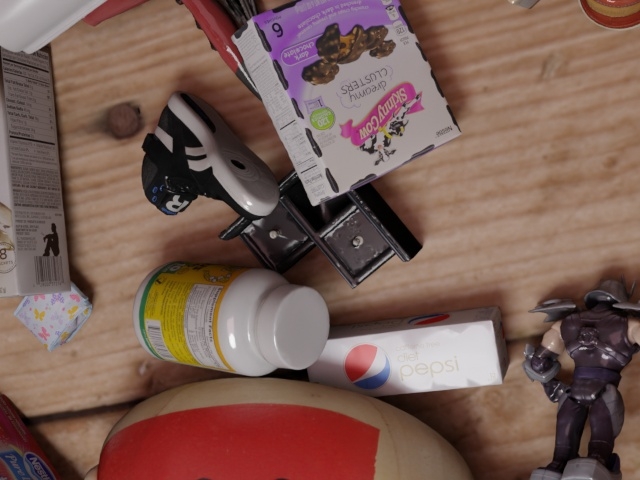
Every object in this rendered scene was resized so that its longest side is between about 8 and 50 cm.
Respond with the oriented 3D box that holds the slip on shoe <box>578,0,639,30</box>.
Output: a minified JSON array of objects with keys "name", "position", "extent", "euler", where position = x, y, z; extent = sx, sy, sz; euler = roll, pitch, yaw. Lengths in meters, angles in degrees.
[{"name":"slip on shoe","position":[0.315,-0.367,1.013],"extent":[0.123,0.101,0.331],"euler":[14,102,15]}]

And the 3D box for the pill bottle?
[{"name":"pill bottle","position":[-0.097,0.085,1.164],"extent":[0.208,0.117,0.118],"euler":[3,102,41]}]

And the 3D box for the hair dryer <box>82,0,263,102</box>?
[{"name":"hair dryer","position":[-0.136,-0.264,1.169],"extent":[0.293,0.080,0.224],"euler":[7,102,15]}]

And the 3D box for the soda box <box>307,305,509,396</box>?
[{"name":"soda box","position":[0.094,0.127,1.181],"extent":[0.216,0.069,0.074],"euler":[-8,97,18]}]

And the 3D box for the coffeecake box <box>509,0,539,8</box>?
[{"name":"coffeecake box","position":[0.169,-0.297,1.021],"extent":[0.068,0.185,0.142],"euler":[-43,87,18]}]

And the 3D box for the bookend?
[{"name":"bookend","position":[0.000,0.000,1.182],"extent":[0.157,0.072,0.156],"euler":[-39,88,19]}]

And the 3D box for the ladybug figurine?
[{"name":"ladybug figurine","position":[-0.056,0.302,1.172],"extent":[0.449,0.162,0.305],"euler":[0,120,14]}]

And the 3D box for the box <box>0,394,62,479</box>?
[{"name":"box","position":[-0.395,0.322,1.288],"extent":[0.257,0.122,0.128],"euler":[47,110,24]}]

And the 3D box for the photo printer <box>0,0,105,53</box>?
[{"name":"photo printer","position":[-0.228,-0.364,1.102],"extent":[0.307,0.107,0.256],"euler":[-30,48,19]}]

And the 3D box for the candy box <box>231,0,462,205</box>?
[{"name":"candy box","position":[0.029,-0.159,1.100],"extent":[0.165,0.070,0.196],"euler":[-27,93,-24]}]

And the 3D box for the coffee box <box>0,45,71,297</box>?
[{"name":"coffee box","position":[-0.400,-0.078,1.231],"extent":[0.168,0.119,0.297],"euler":[-7,88,17]}]

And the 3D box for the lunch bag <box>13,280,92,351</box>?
[{"name":"lunch bag","position":[-0.319,0.080,1.297],"extent":[0.071,0.053,0.083],"euler":[43,117,7]}]

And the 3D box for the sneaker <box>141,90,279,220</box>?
[{"name":"sneaker","position":[-0.128,-0.059,1.174],"extent":[0.121,0.079,0.217],"euler":[-57,45,21]}]

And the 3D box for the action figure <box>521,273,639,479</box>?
[{"name":"action figure","position":[0.276,0.161,1.082],"extent":[0.185,0.099,0.285],"euler":[-12,53,51]}]
